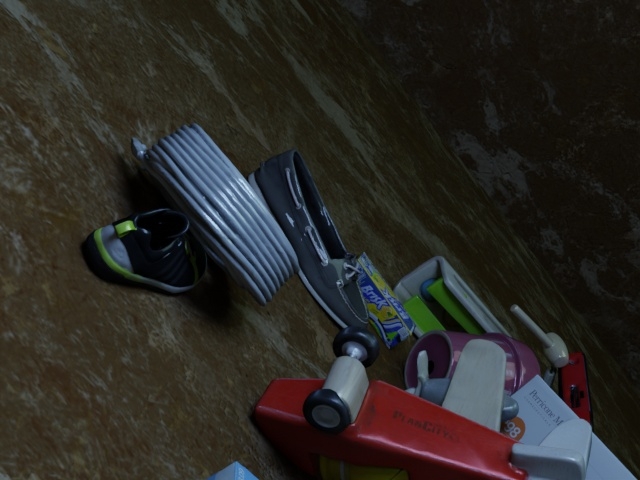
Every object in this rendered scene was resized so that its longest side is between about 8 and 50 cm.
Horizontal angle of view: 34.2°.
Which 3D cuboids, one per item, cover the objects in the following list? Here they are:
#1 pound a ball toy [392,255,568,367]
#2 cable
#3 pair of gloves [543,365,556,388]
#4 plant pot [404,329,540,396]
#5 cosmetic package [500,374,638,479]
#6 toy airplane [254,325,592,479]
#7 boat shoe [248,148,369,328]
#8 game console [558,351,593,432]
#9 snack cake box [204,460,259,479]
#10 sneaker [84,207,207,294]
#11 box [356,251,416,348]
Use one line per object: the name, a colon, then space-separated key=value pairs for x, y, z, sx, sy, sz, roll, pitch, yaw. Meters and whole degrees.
pound a ball toy: x=0.321 y=0.161 z=2.082 sx=0.319 sy=0.208 sz=0.135 roll=46 pitch=18 yaw=-24
cable: x=-0.129 y=-0.034 z=1.380 sx=0.257 sy=0.089 sz=0.257 roll=56 pitch=-9 yaw=-29
pair of gloves: x=0.418 y=0.369 z=2.067 sx=0.042 sy=0.204 sz=0.240 roll=14 pitch=17 yaw=16
plant pot: x=0.257 y=0.245 z=1.844 sx=0.180 sy=0.201 sz=0.201 roll=24 pitch=34 yaw=-30
cosmetic package: x=0.294 y=0.394 z=1.356 sx=0.097 sy=0.284 sz=0.377 roll=53 pitch=-2 yaw=-40
toy airplane: x=0.148 y=0.300 z=1.308 sx=0.386 sy=0.272 sz=0.384 roll=-10 pitch=46 yaw=-27
boat shoe: x=0.000 y=0.000 z=1.746 sx=0.335 sy=0.095 sz=0.112 roll=57 pitch=19 yaw=5
game console: x=0.501 y=0.432 z=2.050 sx=0.386 sy=0.060 sz=0.341 roll=-56 pitch=143 yaw=-69
snack cake box: x=-0.068 y=0.364 z=0.998 sx=0.152 sy=0.089 sz=0.264 roll=46 pitch=21 yaw=-27
sneaker: x=-0.187 y=0.010 z=1.278 sx=0.084 sy=0.097 sz=0.235 roll=61 pitch=20 yaw=13
box: x=0.101 y=0.108 z=1.878 sx=0.169 sy=0.054 sz=0.059 roll=55 pitch=19 yaw=-4
